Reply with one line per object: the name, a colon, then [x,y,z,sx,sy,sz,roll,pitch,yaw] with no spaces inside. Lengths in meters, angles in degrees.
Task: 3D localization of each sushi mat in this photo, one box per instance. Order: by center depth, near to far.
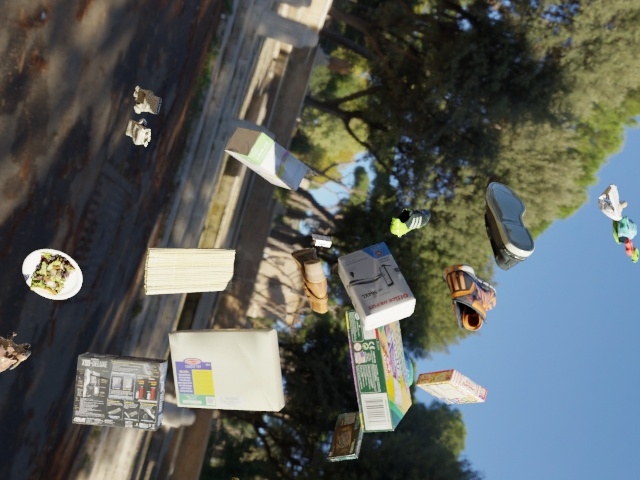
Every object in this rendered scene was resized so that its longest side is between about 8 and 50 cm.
sushi mat: [-0.435,0.100,1.863,0.019,0.316,0.152,11,-82,52]

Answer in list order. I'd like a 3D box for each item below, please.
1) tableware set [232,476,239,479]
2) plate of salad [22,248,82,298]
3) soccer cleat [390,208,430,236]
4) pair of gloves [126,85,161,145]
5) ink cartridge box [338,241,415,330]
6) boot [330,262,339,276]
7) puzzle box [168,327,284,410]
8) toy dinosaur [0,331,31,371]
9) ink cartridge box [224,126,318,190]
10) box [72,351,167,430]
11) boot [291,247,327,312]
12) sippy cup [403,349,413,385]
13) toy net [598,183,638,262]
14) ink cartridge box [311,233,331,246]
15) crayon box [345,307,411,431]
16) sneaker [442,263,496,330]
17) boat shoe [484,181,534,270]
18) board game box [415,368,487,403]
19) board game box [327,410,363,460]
tableware set: [-0.290,0.904,1.923,0.104,0.024,0.154,-58,-146,30]
plate of salad: [-0.923,0.122,1.893,0.048,0.199,0.200,-90,-162,-64]
soccer cleat: [0.287,-0.072,1.726,0.179,0.060,0.072,-27,132,-37]
pair of gloves: [-0.788,-0.543,2.428,0.204,0.042,0.240,37,-68,38]
ink cartridge box: [0.152,0.125,1.527,0.086,0.148,0.203,87,-19,-55]
boot: [0.159,0.115,2.359,0.137,0.197,0.077,6,-62,61]
puzzle box: [-0.328,0.439,1.900,0.052,0.408,0.272,-15,101,-68]
toy dinosaur: [-1.070,0.390,1.796,0.296,0.127,0.200,-46,-135,22]
ink cartridge box: [-0.197,-0.320,2.301,0.207,0.353,0.119,23,-98,50]
box: [-0.717,0.539,1.979,0.076,0.307,0.243,42,52,-88]
boot: [-0.029,0.109,1.558,0.197,0.072,0.152,-126,-156,-70]
sippy cup: [0.242,0.509,2.172,0.240,0.305,0.224,-45,160,-4]
toy net: [0.679,-0.041,1.268,0.045,0.232,0.122,-9,-123,41]
ink cartridge box: [0.000,0.000,2.368,0.048,0.083,0.028,-110,-147,-59]
crayon box: [0.193,0.385,1.769,0.313,0.106,0.363,4,77,-70]
sneaker: [0.487,0.213,1.774,0.124,0.321,0.180,-22,-125,30]
boat shoe: [0.535,-0.042,1.619,0.340,0.127,0.113,-90,-164,-50]
board game box: [0.436,0.494,1.852,0.193,0.146,0.045,-33,-154,59]
board game box: [0.102,0.727,2.061,0.126,0.026,0.186,-21,-149,33]
